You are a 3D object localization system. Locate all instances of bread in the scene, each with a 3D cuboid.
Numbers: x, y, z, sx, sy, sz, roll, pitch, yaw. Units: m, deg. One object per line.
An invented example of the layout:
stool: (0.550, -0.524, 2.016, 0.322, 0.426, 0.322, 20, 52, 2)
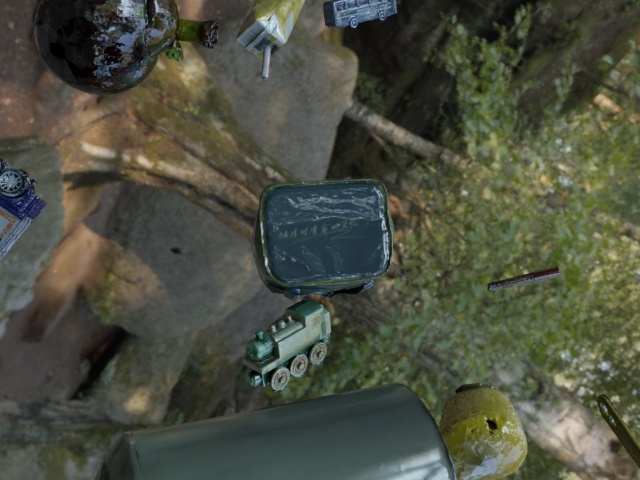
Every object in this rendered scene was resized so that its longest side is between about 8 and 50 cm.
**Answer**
bread: (0.332, 0.414, 1.462, 0.197, 0.197, 0.170, -55, -169, 26)

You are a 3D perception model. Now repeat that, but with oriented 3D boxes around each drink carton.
drink carton: (-0.084, -0.351, 1.123, 0.084, 0.074, 0.200, -22, -140, 47)

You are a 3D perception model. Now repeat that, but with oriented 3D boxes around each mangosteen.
mangosteen: (-0.313, -0.342, 1.125, 0.231, 0.289, 0.231, -170, -90, -67)

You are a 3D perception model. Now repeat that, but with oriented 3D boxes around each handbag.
handbag: (0.000, 0.000, 1.313, 0.241, 0.263, 0.222, 132, -45, -83)

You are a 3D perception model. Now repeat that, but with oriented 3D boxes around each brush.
brush: (0.321, 0.233, 0.648, 0.010, 0.082, 0.218, -20, -139, -1)

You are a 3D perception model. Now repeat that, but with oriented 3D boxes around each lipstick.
lipstick: (0.478, 0.093, 1.633, 0.177, 0.027, 0.027, -13, 174, -5)

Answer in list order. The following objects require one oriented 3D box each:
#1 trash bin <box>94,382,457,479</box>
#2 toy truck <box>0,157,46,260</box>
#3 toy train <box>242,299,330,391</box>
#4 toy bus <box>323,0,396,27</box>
trash bin: (-0.070, 0.344, 0.864, 0.432, 0.280, 0.280, -9, 158, -21)
toy truck: (-0.591, -0.095, 1.101, 0.155, 0.268, 0.124, -57, -168, -10)
toy train: (-0.063, 0.195, 1.297, 0.194, 0.081, 0.125, -26, 120, -39)
toy bus: (0.084, -0.487, 1.452, 0.166, 0.065, 0.047, -23, -152, -27)
